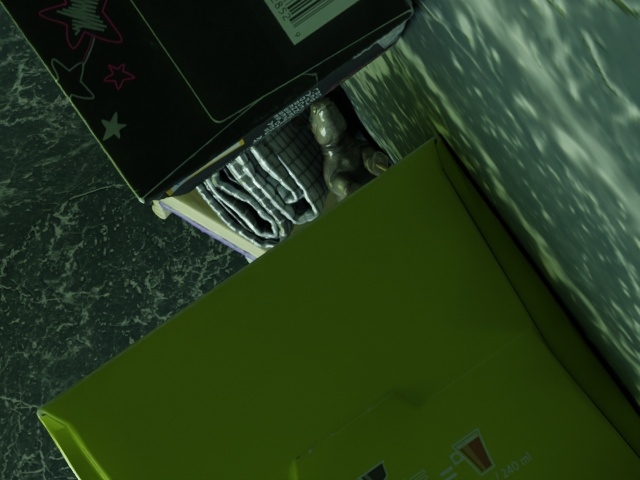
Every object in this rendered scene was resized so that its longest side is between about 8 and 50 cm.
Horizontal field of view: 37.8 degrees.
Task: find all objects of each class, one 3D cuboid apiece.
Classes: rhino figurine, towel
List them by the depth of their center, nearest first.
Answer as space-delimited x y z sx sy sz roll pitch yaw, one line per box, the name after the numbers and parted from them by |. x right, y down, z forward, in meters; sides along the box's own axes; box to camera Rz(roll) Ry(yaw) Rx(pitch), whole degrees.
0.040 -0.074 1.033 0.243 0.073 0.106 56 177 -17 | rhino figurine
-0.102 -0.150 1.111 0.284 0.121 0.235 48 -153 -12 | towel

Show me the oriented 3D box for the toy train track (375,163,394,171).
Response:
0.081 -0.062 0.905 0.048 0.014 0.083 32 180 18 | toy train track

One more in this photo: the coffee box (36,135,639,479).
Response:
0.044 0.170 0.767 0.338 0.337 0.334 55 179 6 | coffee box

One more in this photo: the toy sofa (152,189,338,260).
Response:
-0.064 -0.025 1.318 0.362 0.150 0.177 29 155 23 | toy sofa

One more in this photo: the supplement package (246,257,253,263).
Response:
0.000 0.000 1.582 0.204 0.145 0.262 55 -157 20 | supplement package

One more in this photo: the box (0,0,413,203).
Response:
-0.085 -0.167 0.485 0.247 0.163 0.142 55 -176 -5 | box
